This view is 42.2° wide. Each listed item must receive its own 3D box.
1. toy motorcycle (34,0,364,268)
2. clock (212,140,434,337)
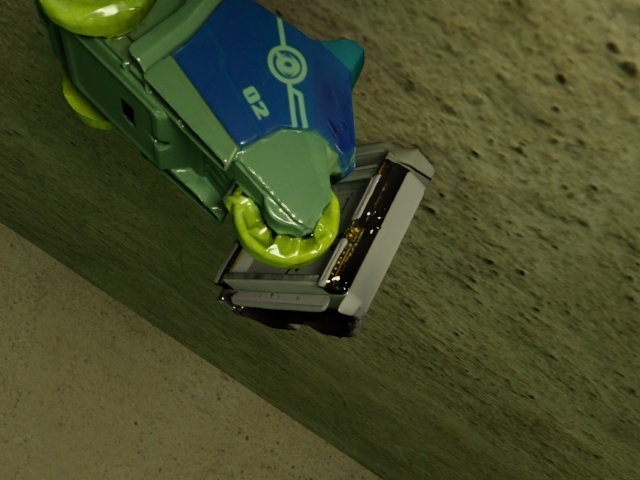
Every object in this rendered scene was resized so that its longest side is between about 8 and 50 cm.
[{"bbox_3d":[-0.079,-0.137,0.711,0.326,0.200,0.191,42,159,6],"label":"toy motorcycle"},{"bbox_3d":[0.000,0.000,0.879,0.083,0.186,0.253,38,159,-28],"label":"clock"}]
